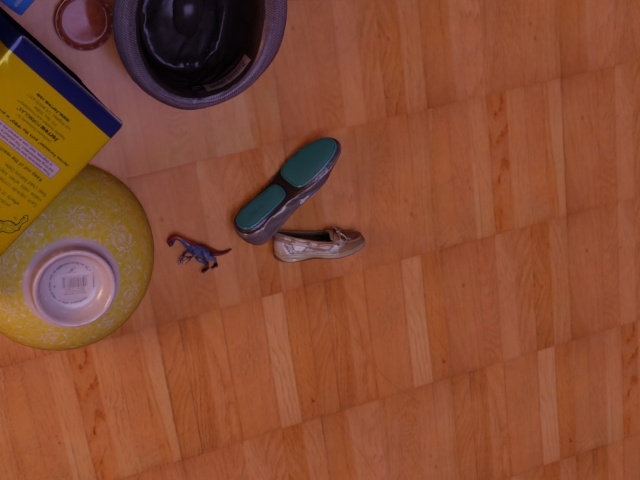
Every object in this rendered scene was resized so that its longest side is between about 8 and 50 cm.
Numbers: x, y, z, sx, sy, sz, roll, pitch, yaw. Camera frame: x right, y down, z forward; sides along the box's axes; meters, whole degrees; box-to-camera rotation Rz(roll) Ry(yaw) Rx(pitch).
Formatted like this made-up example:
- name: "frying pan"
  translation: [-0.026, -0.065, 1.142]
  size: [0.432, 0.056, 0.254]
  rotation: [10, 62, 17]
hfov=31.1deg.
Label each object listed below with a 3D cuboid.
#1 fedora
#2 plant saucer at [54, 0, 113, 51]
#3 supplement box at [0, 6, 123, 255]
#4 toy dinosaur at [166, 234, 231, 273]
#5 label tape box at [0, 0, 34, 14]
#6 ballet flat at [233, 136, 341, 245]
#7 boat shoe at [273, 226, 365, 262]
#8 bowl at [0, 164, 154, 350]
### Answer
- name: "fedora"
  translation: [-0.177, -0.327, 1.611]
  size: [0.243, 0.124, 0.275]
  rotation: [-9, 121, -17]
- name: "plant saucer"
  translation: [-0.332, -0.308, 1.619]
  size: [0.083, 0.013, 0.083]
  rotation: [-8, 112, -20]
- name: "supplement box"
  translation: [-0.472, -0.112, 1.511]
  size: [0.356, 0.194, 0.195]
  rotation: [-47, 131, 0]
- name: "toy dinosaur"
  translation: [-0.197, 0.014, 1.788]
  size: [0.082, 0.047, 0.090]
  rotation: [55, 50, -19]
- name: "label tape box"
  translation: [-0.438, -0.464, 1.402]
  size: [0.333, 0.106, 0.240]
  rotation: [33, 134, -28]
- name: "ballet flat"
  translation: [-0.046, -0.076, 1.799]
  size: [0.213, 0.072, 0.068]
  rotation: [-43, 146, -2]
- name: "boat shoe"
  translation: [-0.001, -0.001, 1.842]
  size: [0.153, 0.056, 0.048]
  rotation: [-6, 115, -12]
- name: "bowl"
  translation: [-0.365, 0.044, 1.653]
  size: [0.289, 0.156, 0.289]
  rotation: [-8, 111, -20]
